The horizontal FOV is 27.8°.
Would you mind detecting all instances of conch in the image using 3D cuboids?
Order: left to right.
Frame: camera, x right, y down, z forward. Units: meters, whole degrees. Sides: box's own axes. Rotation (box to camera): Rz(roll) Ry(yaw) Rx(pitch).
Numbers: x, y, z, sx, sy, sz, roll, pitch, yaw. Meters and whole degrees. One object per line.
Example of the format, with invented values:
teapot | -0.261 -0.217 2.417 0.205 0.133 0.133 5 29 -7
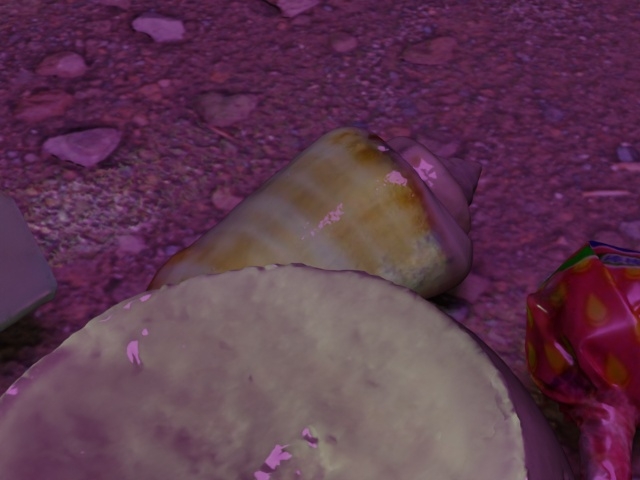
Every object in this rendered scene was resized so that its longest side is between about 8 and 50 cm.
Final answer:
conch | 0.001 -0.009 0.903 0.255 0.127 0.158 -24 51 -23

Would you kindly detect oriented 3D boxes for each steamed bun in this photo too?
steamed bun | -0.026 0.173 0.658 0.324 0.206 0.324 -6 42 5

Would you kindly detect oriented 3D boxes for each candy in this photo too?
candy | 0.174 0.157 0.767 0.124 0.124 0.365 6 52 5

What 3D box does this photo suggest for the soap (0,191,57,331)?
soap | -0.330 0.035 0.810 0.289 0.172 0.095 -35 19 -31
